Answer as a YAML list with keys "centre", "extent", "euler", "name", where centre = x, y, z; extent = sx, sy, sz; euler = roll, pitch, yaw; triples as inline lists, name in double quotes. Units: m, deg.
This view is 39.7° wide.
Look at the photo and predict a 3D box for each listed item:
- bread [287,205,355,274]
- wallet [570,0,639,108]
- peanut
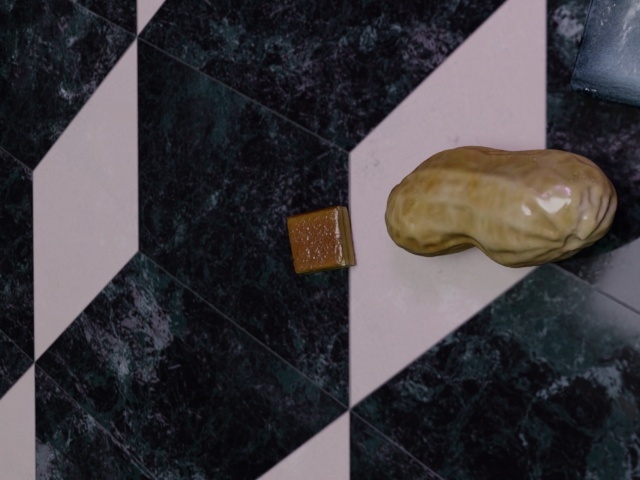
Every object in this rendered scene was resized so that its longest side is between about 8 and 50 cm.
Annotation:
- centre: [0.000, 0.000, 1.297]
  extent: [0.094, 0.035, 0.090]
  euler: [-11, 84, 36]
  name: "bread"
- centre: [0.463, -0.205, 0.947]
  extent: [0.379, 0.046, 0.191]
  euler: [23, 106, 33]
  name: "wallet"
- centre: [0.209, -0.042, 1.084]
  extent: [0.305, 0.147, 0.147]
  euler: [9, 96, 39]
  name: "peanut"
